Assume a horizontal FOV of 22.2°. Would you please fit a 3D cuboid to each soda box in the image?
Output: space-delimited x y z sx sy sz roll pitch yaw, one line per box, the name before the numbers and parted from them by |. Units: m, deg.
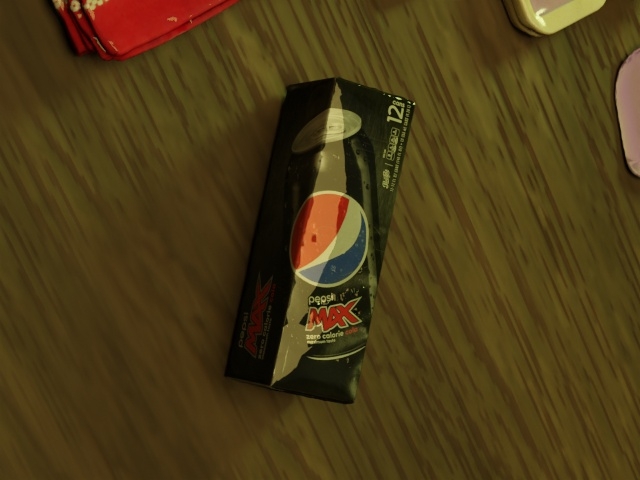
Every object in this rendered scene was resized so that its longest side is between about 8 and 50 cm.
soda box | 0.000 0.000 0.883 0.053 0.060 0.169 14 84 -28

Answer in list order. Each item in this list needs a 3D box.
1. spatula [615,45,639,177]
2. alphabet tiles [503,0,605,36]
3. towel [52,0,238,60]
spatula | 0.319 -0.110 1.079 0.296 0.030 0.084 -15 95 -28
alphabet tiles | 0.127 -0.275 0.976 0.278 0.021 0.284 -28 104 -26
towel | -0.092 -0.250 0.847 0.199 0.031 0.275 -29 104 -27
